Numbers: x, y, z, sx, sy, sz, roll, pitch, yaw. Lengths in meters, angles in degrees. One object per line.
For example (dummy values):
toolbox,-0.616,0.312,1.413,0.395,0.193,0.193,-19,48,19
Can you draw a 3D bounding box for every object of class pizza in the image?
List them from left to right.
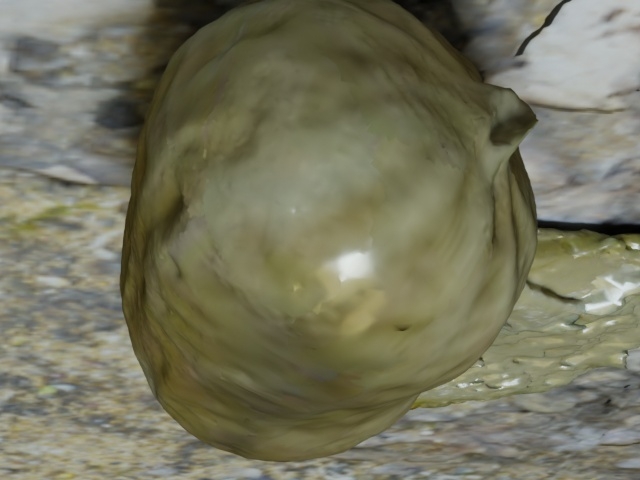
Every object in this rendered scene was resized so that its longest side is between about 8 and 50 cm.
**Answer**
pizza,0.055,0.036,0.800,0.262,0.034,0.181,0,155,-8

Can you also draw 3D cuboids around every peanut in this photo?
peanut,0.000,0.000,0.609,0.129,0.129,0.224,2,162,-11
